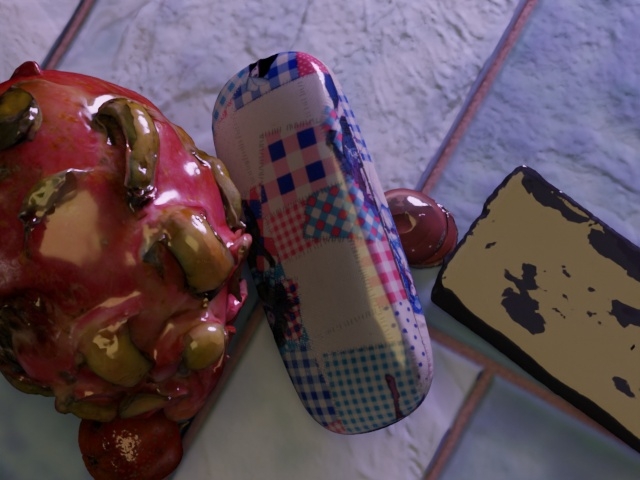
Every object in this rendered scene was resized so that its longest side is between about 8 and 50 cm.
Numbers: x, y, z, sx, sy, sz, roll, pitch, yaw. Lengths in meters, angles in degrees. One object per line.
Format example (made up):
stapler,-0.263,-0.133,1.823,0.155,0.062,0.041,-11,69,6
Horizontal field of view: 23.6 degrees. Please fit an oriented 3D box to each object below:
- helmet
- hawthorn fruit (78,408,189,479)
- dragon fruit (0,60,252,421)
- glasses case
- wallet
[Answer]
helmet,0.077,-0.013,1.300,0.084,0.049,0.065,19,80,8
hawthorn fruit,-0.153,0.165,1.268,0.093,0.093,0.093,-1,80,4
dragon fruit,-0.176,0.008,1.204,0.250,0.269,0.291,-37,64,-9
glasses case,0.000,0.000,1.274,0.125,0.076,0.327,-26,77,32
wallet,0.239,0.070,1.284,0.285,0.030,0.146,36,87,11
